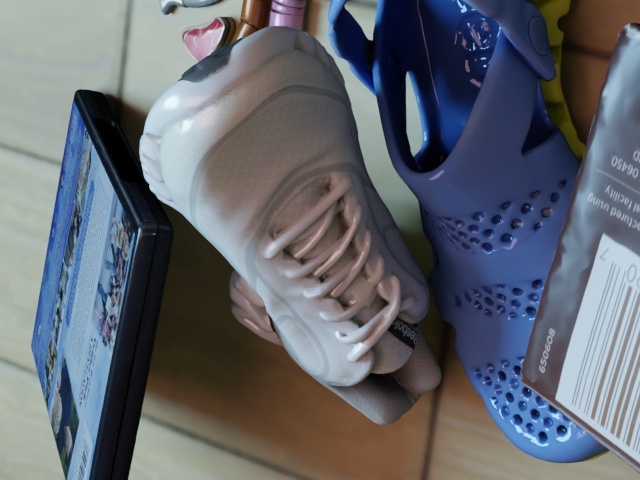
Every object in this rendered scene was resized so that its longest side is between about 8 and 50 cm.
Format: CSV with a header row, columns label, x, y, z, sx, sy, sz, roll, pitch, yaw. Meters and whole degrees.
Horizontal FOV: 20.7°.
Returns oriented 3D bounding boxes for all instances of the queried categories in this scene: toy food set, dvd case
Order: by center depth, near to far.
label,x,y,z,sx,sy,sz,roll,pitch,yaw
dvd case,-0.130,0.032,1.004,0.253,0.022,0.180,-126,45,-65
toy food set,-0.043,-0.138,1.013,0.122,0.019,0.078,-26,83,34

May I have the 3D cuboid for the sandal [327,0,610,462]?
label,x,y,z,sx,sy,sz,roll,pitch,yaw
sandal,0.079,-0.037,0.879,0.126,0.138,0.317,-18,89,32

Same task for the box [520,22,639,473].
label,x,y,z,sx,sy,sz,roll,pitch,yaw
box,0.224,0.019,0.720,0.168,0.203,0.167,36,119,52

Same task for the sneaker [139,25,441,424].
label,x,y,z,sx,sy,sz,roll,pitch,yaw
sneaker,0.000,0.000,0.863,0.110,0.292,0.118,-36,61,-4
